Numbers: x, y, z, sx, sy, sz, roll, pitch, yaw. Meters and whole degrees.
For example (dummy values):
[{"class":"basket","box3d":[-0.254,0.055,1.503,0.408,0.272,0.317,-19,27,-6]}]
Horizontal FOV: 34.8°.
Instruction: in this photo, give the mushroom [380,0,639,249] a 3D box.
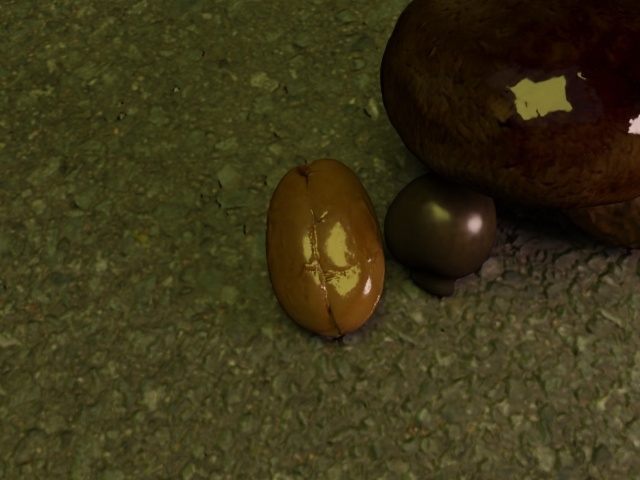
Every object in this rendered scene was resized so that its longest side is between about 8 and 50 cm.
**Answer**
[{"class":"mushroom","box3d":[0.219,-0.153,0.943,0.345,0.345,0.239,33,106,22]}]

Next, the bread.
[{"class":"bread","box3d":[0.000,0.000,0.973,0.114,0.077,0.189,-20,64,22]}]

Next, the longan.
[{"class":"longan","box3d":[0.112,-0.006,0.965,0.106,0.106,0.119,8,105,11]}]
